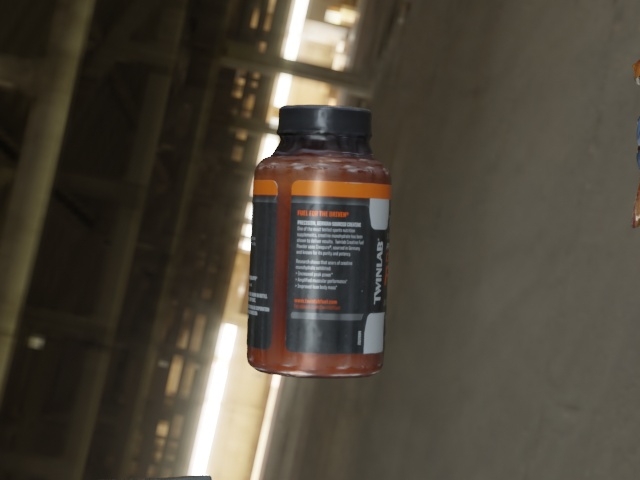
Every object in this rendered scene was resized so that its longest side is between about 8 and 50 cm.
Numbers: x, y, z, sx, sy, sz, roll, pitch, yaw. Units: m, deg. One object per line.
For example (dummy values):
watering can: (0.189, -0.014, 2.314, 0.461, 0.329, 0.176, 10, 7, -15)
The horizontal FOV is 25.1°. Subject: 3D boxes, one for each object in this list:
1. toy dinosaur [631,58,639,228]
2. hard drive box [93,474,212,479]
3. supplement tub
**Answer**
toy dinosaur: (0.175, -0.054, 0.769, 0.090, 0.047, 0.082, -27, 74, 57)
hard drive box: (-0.210, 0.218, 1.001, 0.232, 0.181, 0.089, 8, -104, -58)
supplement tub: (0.000, 0.000, 1.067, 0.106, 0.106, 0.198, -125, 38, -88)
